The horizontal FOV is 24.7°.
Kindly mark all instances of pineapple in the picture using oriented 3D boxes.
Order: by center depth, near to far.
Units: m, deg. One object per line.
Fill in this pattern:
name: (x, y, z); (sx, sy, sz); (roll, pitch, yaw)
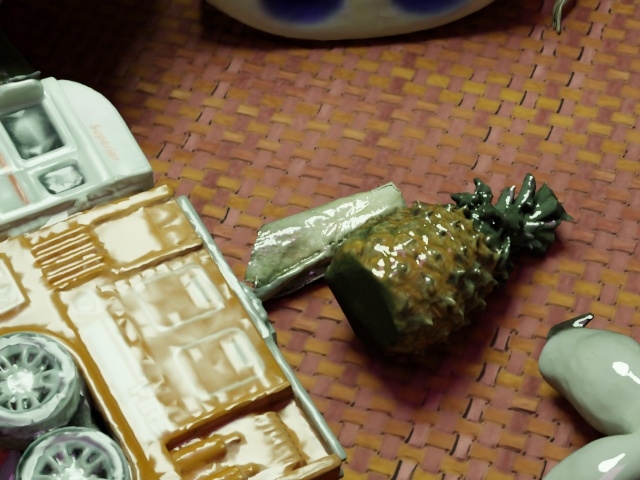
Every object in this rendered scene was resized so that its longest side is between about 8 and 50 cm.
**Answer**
pineapple: (0.102, 0.010, 1.054); (0.198, 0.108, 0.108); (-25, 53, -30)

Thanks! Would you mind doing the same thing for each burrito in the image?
burrito: (0.000, 0.000, 1.101); (0.149, 0.041, 0.055); (-26, 67, -14)

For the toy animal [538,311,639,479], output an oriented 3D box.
toy animal: (0.291, 0.113, 0.915); (0.325, 0.154, 0.208); (5, 46, 16)

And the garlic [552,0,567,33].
garlic: (0.299, -0.275, 1.192); (0.257, 0.207, 0.207); (-29, 54, -7)

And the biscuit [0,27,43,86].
biscuit: (-0.290, -0.142, 1.178); (0.099, 0.038, 0.322); (-36, 78, -15)

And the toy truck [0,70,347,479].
toy truck: (-0.147, 0.065, 0.976); (0.207, 0.173, 0.387); (-24, 61, -19)

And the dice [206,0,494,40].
dice: (0.033, -0.365, 1.239); (0.304, 0.277, 0.304); (-2, 51, 2)

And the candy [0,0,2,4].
candy: (-0.393, -0.252, 1.307); (0.255, 0.094, 0.255); (-3, 52, 4)
